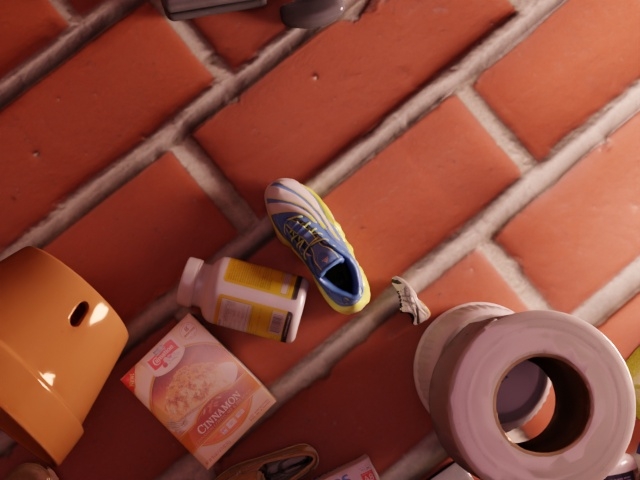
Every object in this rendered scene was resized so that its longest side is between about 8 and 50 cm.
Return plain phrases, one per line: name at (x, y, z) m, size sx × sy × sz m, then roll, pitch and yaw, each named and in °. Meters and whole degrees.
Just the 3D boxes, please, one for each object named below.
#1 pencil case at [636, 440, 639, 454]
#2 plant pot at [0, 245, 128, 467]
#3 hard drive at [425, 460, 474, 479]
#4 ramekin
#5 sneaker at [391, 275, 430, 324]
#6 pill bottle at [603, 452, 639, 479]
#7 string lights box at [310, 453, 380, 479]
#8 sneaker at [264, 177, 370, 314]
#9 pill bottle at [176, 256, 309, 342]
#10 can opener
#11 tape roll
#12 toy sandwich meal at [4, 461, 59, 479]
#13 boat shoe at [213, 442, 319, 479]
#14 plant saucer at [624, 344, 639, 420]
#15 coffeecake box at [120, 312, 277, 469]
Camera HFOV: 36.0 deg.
pencil case at (0.641, 0.400, 1.417) m, size 0.386 × 0.167 × 0.160 m, roll 38°, pitch 45°, yaw -5°
plant pot at (-0.411, 0.145, 1.380) m, size 0.291 × 0.291 × 0.203 m, roll 38°, pitch 67°, yaw 3°
hard drive at (0.209, 0.412, 1.485) m, size 0.094 × 0.022 × 0.135 m, roll -34°, pitch 86°, yaw -6°
ramekin at (0.246, 0.194, 1.471) m, size 0.207 × 0.109 × 0.207 m, roll 0°, pitch 83°, yaw -2°
sneaker at (0.132, 0.094, 1.517) m, size 0.037 × 0.032 × 0.083 m, roll -38°, pitch 85°, yaw -6°
pill bottle at (0.429, 0.369, 1.463) m, size 0.094 × 0.094 × 0.169 m, roll -10°, pitch 84°, yaw -3°
string lights box at (0.066, 0.461, 1.446) m, size 0.133 × 0.077 × 0.259 m, roll -25°, pitch 84°, yaw -4°
sneaker at (0.000, 0.000, 1.475) m, size 0.091 × 0.126 × 0.240 m, roll -36°, pitch 86°, yaw -6°
pill bottle at (-0.116, 0.083, 1.472) m, size 0.184 × 0.103 × 0.103 m, roll 15°, pitch 83°, yaw 0°
can opener at (-0.104, -0.370, 1.543) m, size 0.283 × 0.076 × 0.095 m, roll -10°, pitch 83°, yaw -2°
tape roll at (0.278, 0.218, 1.330) m, size 0.246 × 0.169 × 0.246 m, roll 0°, pitch 84°, yaw -3°
toy sandwich meal at (-0.428, 0.366, 1.463) m, size 0.086 × 0.029 × 0.085 m, roll 0°, pitch 86°, yaw 1°
boat shoe at (-0.092, 0.353, 1.455) m, size 0.190 × 0.072 × 0.068 m, roll -29°, pitch 85°, yaw -5°
plant saucer at (0.571, 0.220, 1.512) m, size 0.188 × 0.045 × 0.188 m, roll 43°, pitch 84°, yaw 3°
coffeecake box at (-0.179, 0.223, 1.470) m, size 0.185 × 0.068 × 0.142 m, roll 45°, pitch 84°, yaw 4°
